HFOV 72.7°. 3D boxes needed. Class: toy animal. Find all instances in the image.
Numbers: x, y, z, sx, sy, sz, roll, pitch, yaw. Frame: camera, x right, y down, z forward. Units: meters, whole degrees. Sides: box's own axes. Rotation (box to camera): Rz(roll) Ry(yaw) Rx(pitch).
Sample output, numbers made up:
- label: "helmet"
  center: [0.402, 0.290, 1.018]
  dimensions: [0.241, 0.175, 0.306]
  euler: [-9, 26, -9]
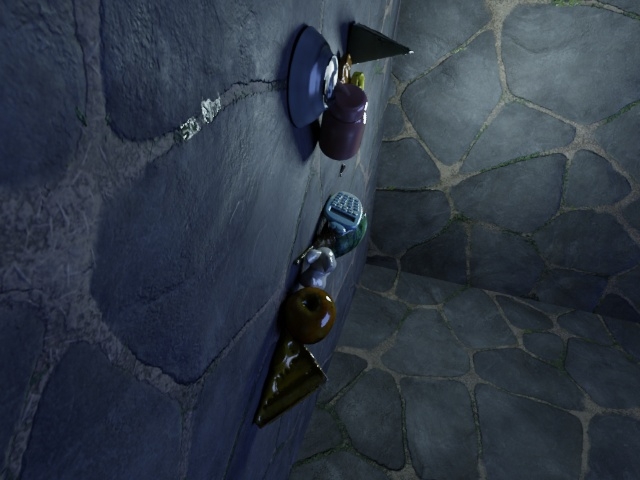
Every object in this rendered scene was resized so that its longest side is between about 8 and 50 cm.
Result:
- label: "toy animal"
  center: [-0.015, 0.128, 1.905]
  dimensions: [0.193, 0.128, 0.178]
  euler: [-65, 171, 21]

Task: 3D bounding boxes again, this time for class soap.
- label: "soap"
  center: [-0.185, 0.558, 1.820]
  dimensions: [0.339, 0.304, 0.169]
  euler: [-32, 158, -14]

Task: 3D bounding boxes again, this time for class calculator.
- label: "calculator"
  center: [0.112, -0.140, 2.150]
  dimensions: [0.042, 0.189, 0.302]
  euler: [-61, -176, 46]

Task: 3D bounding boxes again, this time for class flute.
- label: "flute"
  center: [-0.070, 0.063, 1.889]
  dimensions: [0.233, 0.027, 0.027]
  euler: [-48, 148, -67]

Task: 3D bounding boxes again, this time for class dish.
- label: "dish"
  center: [-0.007, -0.521, 1.417]
  dimensions: [0.316, 0.106, 0.316]
  euler: [12, 90, -78]

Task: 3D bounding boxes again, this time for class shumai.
- label: "shumai"
  center: [0.012, -0.003, 2.072]
  dimensions: [0.105, 0.139, 0.123]
  euler: [28, 40, -46]

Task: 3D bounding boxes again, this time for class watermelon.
- label: "watermelon"
  center: [0.094, -0.035, 2.242]
  dimensions: [0.262, 0.201, 0.212]
  euler: [-33, 144, -35]

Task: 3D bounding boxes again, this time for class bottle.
- label: "bottle"
  center: [0.076, -0.461, 1.652]
  dimensions: [0.173, 0.206, 0.296]
  euler: [-36, 165, -17]

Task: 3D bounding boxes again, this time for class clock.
- label: "clock"
  center: [0.150, -0.660, 2.072]
  dimensions: [0.293, 0.071, 0.276]
  euler: [-36, 136, -74]

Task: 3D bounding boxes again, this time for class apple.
- label: "apple"
  center: [-0.041, 0.314, 1.805]
  dimensions: [0.207, 0.237, 0.236]
  euler: [94, 14, -46]

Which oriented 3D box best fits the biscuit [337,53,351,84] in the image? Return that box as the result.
- label: "biscuit"
  center: [0.081, -0.643, 1.848]
  dimensions: [0.202, 0.044, 0.288]
  euler: [-1, 101, -78]

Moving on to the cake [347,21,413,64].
- label: "cake"
  center: [0.256, -0.833, 1.951]
  dimensions: [0.172, 0.284, 0.158]
  euler: [-66, 176, 34]

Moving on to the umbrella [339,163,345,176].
- label: "umbrella"
  center: [0.117, -0.378, 2.330]
  dimensions: [0.031, 0.020, 0.083]
  euler: [64, 45, -70]
